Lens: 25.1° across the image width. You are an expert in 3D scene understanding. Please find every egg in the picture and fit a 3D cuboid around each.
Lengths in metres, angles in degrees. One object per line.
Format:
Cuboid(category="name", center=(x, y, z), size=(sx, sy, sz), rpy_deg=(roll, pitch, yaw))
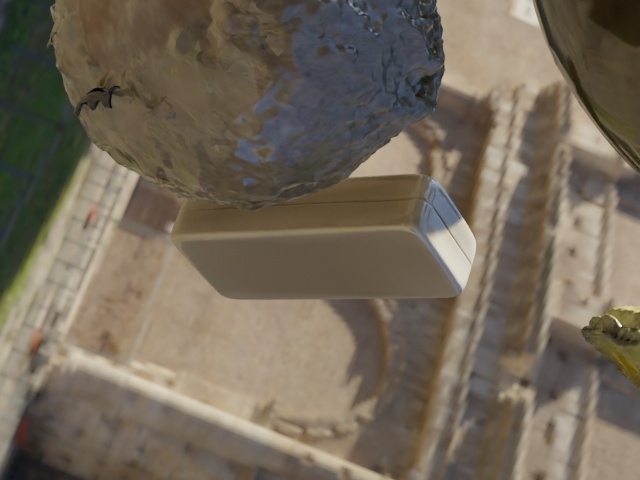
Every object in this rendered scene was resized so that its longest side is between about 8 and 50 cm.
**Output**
Cuboid(category="egg", center=(-0.055, -0.149, 1.024), size=(0.310, 0.279, 0.279), rpy_deg=(32, -79, 46))

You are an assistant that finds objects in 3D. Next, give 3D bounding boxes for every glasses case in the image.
Cuboid(category="glasses case", center=(0.000, 0.000, 1.631), size=(0.144, 0.337, 0.076), rpy_deg=(53, 46, -43))

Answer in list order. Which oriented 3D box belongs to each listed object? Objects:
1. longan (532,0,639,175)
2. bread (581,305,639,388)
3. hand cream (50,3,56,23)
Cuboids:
Cuboid(category="longan", center=(0.339, -0.222, 1.166), size=(0.404, 0.336, 0.404), rpy_deg=(169, -90, -87))
Cuboid(category="bread", center=(0.358, 0.123, 1.201), size=(0.133, 0.251, 0.174), rpy_deg=(-46, -166, -17))
Cuboid(category="hand cream", center=(-0.177, -0.330, 1.825), size=(0.077, 0.341, 0.124), rpy_deg=(93, -27, -52))
